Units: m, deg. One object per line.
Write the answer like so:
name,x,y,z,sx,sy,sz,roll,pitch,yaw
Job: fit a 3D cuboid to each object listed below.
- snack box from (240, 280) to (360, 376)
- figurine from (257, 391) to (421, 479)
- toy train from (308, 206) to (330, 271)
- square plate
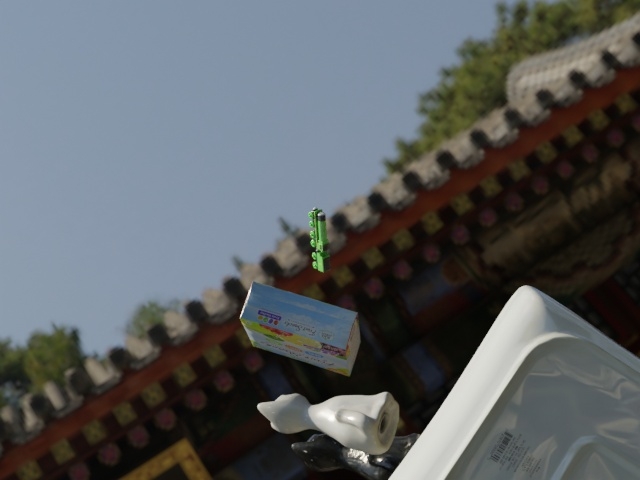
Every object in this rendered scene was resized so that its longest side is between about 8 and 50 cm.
snack box,-0.027,0.144,2.030,0.207,0.174,0.070,76,-148,-73
figurine,0.029,0.297,1.913,0.215,0.209,0.092,56,-136,-46
toy train,0.000,0.000,1.555,0.017,0.023,0.083,-21,-62,-34
square plate,0.243,0.242,1.109,0.347,0.344,0.049,-51,-12,-28
